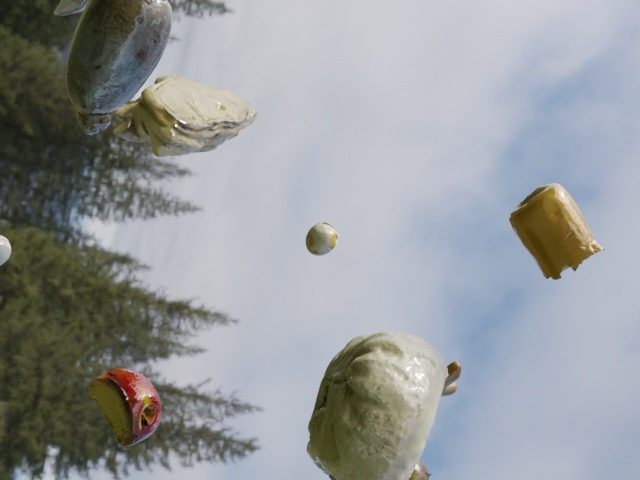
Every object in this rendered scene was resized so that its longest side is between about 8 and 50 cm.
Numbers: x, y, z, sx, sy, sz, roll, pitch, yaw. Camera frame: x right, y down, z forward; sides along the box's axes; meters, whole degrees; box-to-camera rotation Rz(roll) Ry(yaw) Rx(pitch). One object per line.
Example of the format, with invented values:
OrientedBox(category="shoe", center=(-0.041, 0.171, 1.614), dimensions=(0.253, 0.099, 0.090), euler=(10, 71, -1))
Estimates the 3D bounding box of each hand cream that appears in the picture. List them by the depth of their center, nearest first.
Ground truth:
OrientedBox(category="hand cream", center=(-0.516, -0.521, 1.750), dimensions=(0.255, 0.079, 0.048), euler=(8, -66, 63))

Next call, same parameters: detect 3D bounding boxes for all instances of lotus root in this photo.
OrientedBox(category="lotus root", center=(-0.376, -0.323, 1.433), dimensions=(0.322, 0.140, 0.158), euler=(-53, -125, 26))

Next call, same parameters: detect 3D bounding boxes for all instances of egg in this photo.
OrientedBox(category="egg", center=(0.000, 0.000, 1.890), dimensions=(0.071, 0.071, 0.083), euler=(-105, -144, -53))

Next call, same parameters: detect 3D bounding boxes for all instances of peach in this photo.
OrientedBox(category="peach", center=(-0.373, 0.313, 1.583), dimensions=(0.172, 0.092, 0.127), euler=(29, -59, 42))

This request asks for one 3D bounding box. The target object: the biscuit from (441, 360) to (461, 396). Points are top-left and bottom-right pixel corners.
OrientedBox(category="biscuit", center=(0.302, 0.427, 2.322), dimensions=(0.164, 0.207, 0.047), euler=(88, -21, -55))

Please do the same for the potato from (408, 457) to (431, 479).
OrientedBox(category="potato", center=(0.179, 0.523, 1.903), dimensions=(0.137, 0.137, 0.176), euler=(117, -34, -40))

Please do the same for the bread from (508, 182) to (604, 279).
OrientedBox(category="bread", center=(0.465, -0.020, 1.633), dimensions=(0.134, 0.173, 0.085), euler=(-36, 178, 18))

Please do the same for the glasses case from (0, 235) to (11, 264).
OrientedBox(category="glasses case", center=(-0.705, 0.021, 1.577), dimensions=(0.081, 0.204, 0.051), euler=(-50, -128, 36))

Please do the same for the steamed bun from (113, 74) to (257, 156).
OrientedBox(category="steamed bun", center=(-0.352, -0.296, 1.964), dimensions=(0.189, 0.247, 0.428), euler=(-44, 178, 23))

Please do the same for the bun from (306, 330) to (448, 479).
OrientedBox(category="bun", center=(0.093, 0.321, 1.535), dimensions=(0.360, 0.210, 0.360), euler=(24, 90, -88))
